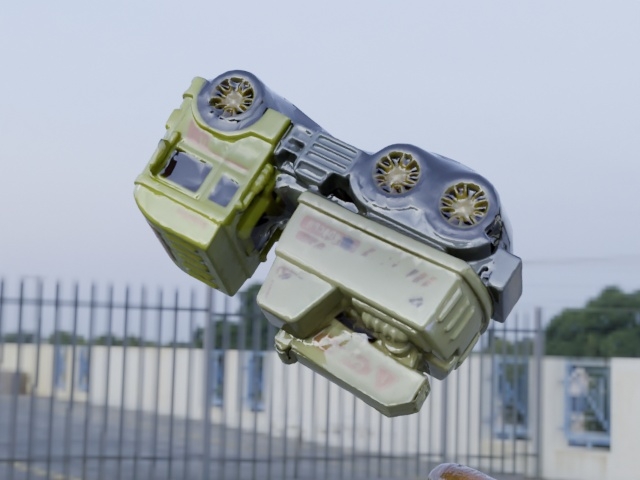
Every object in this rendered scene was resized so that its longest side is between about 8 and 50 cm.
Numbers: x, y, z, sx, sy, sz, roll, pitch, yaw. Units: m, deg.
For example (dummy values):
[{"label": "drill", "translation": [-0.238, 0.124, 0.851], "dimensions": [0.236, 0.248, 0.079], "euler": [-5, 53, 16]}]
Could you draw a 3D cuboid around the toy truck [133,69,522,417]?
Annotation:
[{"label": "toy truck", "translation": [0.000, 0.000, 1.269], "dimensions": [0.405, 0.254, 0.181], "euler": [27, -21, 20]}]

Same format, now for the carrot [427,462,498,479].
[{"label": "carrot", "translation": [0.192, 0.285, 1.299], "dimensions": [0.186, 0.060, 0.060], "euler": [16, 5, 40]}]
